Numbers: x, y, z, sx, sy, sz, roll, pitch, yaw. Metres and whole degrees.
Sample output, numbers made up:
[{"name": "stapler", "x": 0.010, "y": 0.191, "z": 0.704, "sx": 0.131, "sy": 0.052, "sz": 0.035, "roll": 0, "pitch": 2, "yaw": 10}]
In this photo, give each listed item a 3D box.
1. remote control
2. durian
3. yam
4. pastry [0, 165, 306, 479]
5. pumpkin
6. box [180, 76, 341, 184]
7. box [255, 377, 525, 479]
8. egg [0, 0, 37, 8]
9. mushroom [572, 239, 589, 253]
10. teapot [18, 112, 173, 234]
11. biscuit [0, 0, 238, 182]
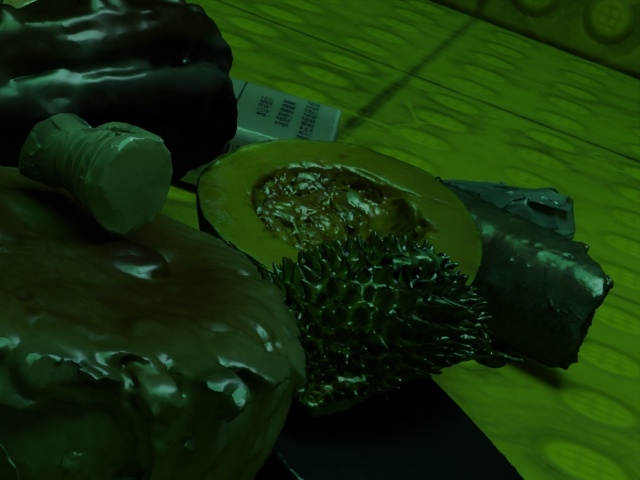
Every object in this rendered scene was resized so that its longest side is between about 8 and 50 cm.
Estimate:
[{"name": "remote control", "x": 0.153, "y": -0.027, "z": 1.655, "sx": 0.104, "sy": 0.052, "sz": 0.247, "roll": 3, "pitch": 3, "yaw": -15}, {"name": "durian", "x": 0.042, "y": 0.037, "z": 1.167, "sx": 0.220, "sy": 0.095, "sz": 0.137, "roll": -4, "pitch": 49, "yaw": -54}, {"name": "yam", "x": 0.118, "y": 0.015, "z": 1.500, "sx": 0.259, "sy": 0.106, "sz": 0.106, "roll": 27, "pitch": 18, "yaw": 23}, {"name": "pastry", "x": -0.156, "y": 0.056, "z": 0.995, "sx": 0.329, "sy": 0.136, "sz": 0.330, "roll": 17, "pitch": 17, "yaw": -5}, {"name": "pumpkin", "x": 0.002, "y": 0.014, "z": 1.358, "sx": 0.217, "sy": 0.110, "sz": 0.217, "roll": 14, "pitch": 37, "yaw": -11}, {"name": "box", "x": -0.116, "y": -0.107, "z": 1.656, "sx": 0.259, "sy": 0.071, "sz": 0.168, "roll": 18, "pitch": 19, "yaw": -2}, {"name": "box", "x": 0.022, "y": 0.121, "z": 1.161, "sx": 0.201, "sy": 0.042, "sz": 0.212, "roll": 8, "pitch": 21, "yaw": -34}, {"name": "egg", "x": -0.354, "y": -0.278, "z": 1.764, "sx": 0.217, "sy": 0.183, "sz": 0.183, "roll": 20, "pitch": 13, "yaw": 40}, {"name": "mushroom", "x": 0.202, "y": 0.034, "z": 1.564, "sx": 0.085, "sy": 0.079, "sz": 0.085, "roll": 24, "pitch": 28, "yaw": -13}, {"name": "teapot", "x": -0.124, "y": -0.044, "z": 1.016, "sx": 0.083, "sy": 0.057, "sz": 0.067, "roll": 23, "pitch": 49, "yaw": 40}, {"name": "biscuit", "x": -0.196, "y": -0.082, "z": 1.247, "sx": 0.268, "sy": 0.115, "sz": 0.366, "roll": -20, "pitch": -5, "yaw": 39}]
